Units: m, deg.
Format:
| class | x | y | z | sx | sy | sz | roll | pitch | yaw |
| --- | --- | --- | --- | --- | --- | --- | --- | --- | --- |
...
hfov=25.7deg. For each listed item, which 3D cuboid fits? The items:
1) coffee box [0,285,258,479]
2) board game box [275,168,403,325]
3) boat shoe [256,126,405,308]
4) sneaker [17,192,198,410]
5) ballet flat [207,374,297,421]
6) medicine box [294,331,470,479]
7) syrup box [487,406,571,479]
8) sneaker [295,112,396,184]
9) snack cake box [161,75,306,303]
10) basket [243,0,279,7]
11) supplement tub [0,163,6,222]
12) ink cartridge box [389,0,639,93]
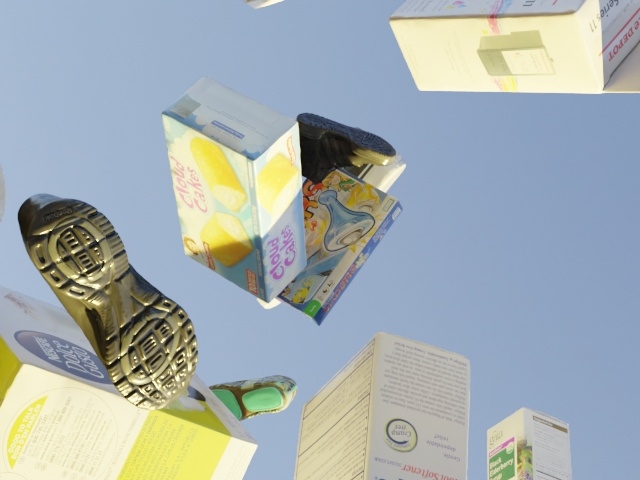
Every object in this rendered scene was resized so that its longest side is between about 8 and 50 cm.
| class | x | y | z | sx | sy | sz | roll | pitch | yaw |
| --- | --- | --- | --- | --- | --- | --- | --- | --- | --- |
| coffee box | -0.342 | 0.286 | 1.750 | 0.338 | 0.334 | 0.337 | -63 | -150 | 4 |
| board game box | 0.000 | 0.000 | 1.911 | 0.136 | 0.201 | 0.035 | 29 | -13 | 26 |
| boat shoe | -0.006 | -0.039 | 2.259 | 0.119 | 0.121 | 0.335 | 44 | -78 | 11 |
| sneaker | -0.228 | 0.058 | 1.508 | 0.130 | 0.109 | 0.286 | 30 | -30 | 58 |
| ballet flat | -0.114 | 0.247 | 2.209 | 0.188 | 0.070 | 0.070 | -8 | -83 | 34 |
| medicine box | 0.077 | 0.318 | 1.921 | 0.263 | 0.149 | 0.289 | 131 | -29 | -52 |
| syrup box | 0.309 | 0.376 | 2.071 | 0.093 | 0.096 | 0.237 | -43 | -146 | 44 |
| sneaker | 0.011 | -0.111 | 1.855 | 0.170 | 0.051 | 0.089 | 22 | -60 | 9 |
| snack cake box | -0.106 | -0.062 | 1.780 | 0.152 | 0.089 | 0.264 | 27 | -35 | 26 |
| basket | -0.067 | -0.417 | 2.008 | 0.167 | 0.103 | 0.113 | -10 | -113 | 41 |
| supplement tub | -0.528 | -0.028 | 1.569 | 0.228 | 0.316 | 0.228 | 12 | -65 | 26 |
| ink cartridge box | 0.290 | -0.284 | 1.729 | 0.353 | 0.207 | 0.119 | 6 | -47 | 42 |
